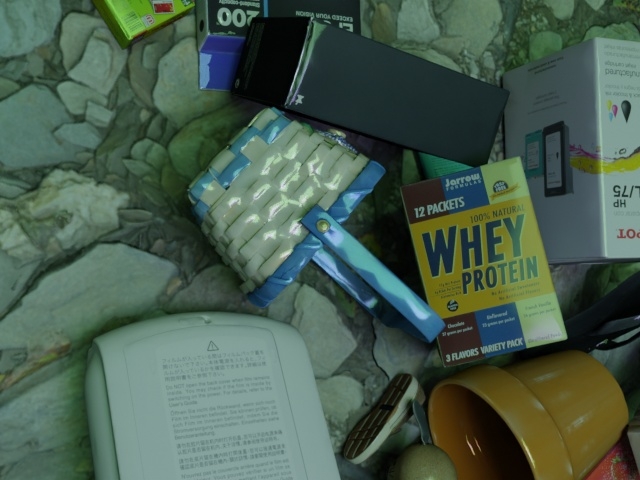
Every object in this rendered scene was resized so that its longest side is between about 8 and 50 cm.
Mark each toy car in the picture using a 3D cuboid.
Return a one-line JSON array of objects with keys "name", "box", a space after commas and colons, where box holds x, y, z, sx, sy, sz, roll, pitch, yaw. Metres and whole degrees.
[{"name": "toy car", "box": [0.104, 0.293, 1.013, 0.148, 0.155, 0.189, 2, 53, 17]}]

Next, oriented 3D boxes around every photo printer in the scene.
[{"name": "photo printer", "box": [-0.112, 0.221, 0.894, 0.255, 0.107, 0.308, -2, 62, -28]}]

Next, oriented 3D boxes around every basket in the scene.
[{"name": "basket", "box": [0.000, 0.000, 0.928, 0.201, 0.255, 0.289, -44, 96, -8]}]

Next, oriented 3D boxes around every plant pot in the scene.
[{"name": "plant pot", "box": [0.269, 0.230, 1.052, 0.187, 0.205, 0.205, -22, 95, -25]}]

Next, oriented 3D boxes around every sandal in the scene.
[{"name": "sandal", "box": [0.389, 0.116, 1.120, 0.254, 0.055, 0.097, -35, 135, 16]}]

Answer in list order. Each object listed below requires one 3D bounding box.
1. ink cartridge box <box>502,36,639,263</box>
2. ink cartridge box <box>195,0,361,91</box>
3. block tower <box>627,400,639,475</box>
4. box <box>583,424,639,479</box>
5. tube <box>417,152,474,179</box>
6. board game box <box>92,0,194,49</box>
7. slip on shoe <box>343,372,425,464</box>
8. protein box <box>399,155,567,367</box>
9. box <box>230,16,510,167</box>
[{"name": "ink cartridge box", "box": [0.381, -0.105, 1.128, 0.198, 0.197, 0.270, 0, 87, -23]}, {"name": "ink cartridge box", "box": [-0.049, -0.284, 1.041, 0.206, 0.045, 0.209, -1, 88, -23]}, {"name": "block tower", "box": [0.502, 0.195, 1.133, 0.335, 0.097, 0.091, -40, 112, -49]}, {"name": "box", "box": [0.326, 0.365, 1.108, 0.257, 0.122, 0.128, -39, 100, -21]}, {"name": "tube", "box": [0.183, -0.039, 1.121, 0.080, 0.052, 0.207, -11, 87, -20]}, {"name": "board game box", "box": [-0.234, -0.322, 0.965, 0.092, 0.043, 0.181, -35, 100, -22]}, {"name": "slip on shoe", "box": [0.083, 0.229, 1.058, 0.041, 0.051, 0.135, 51, 63, -24]}, {"name": "protein box", "box": [0.183, 0.029, 0.993, 0.135, 0.200, 0.201, -14, 84, 5]}, {"name": "box", "box": [0.054, -0.171, 0.978, 0.261, 0.184, 0.103, 13, 100, -27]}]
